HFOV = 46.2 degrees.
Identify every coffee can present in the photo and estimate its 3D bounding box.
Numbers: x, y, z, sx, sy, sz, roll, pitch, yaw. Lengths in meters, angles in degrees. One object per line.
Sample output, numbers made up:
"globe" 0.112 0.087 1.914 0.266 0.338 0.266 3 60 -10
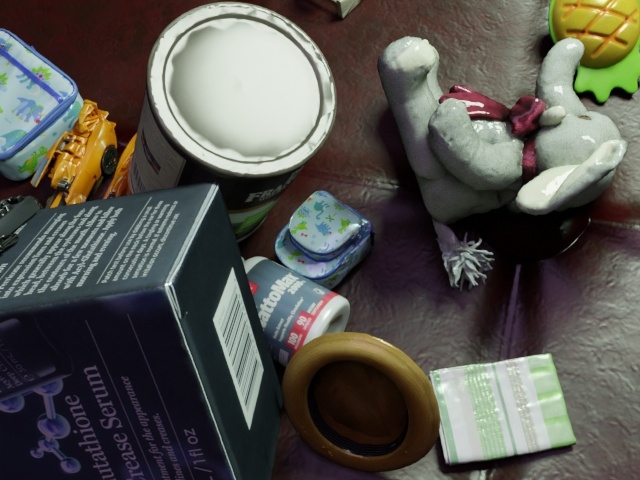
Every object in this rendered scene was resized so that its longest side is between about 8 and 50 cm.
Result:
"coffee can" -0.119 -0.122 0.901 0.201 0.275 0.202 5 72 -17

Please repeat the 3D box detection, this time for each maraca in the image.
"maraca" 0.389 -0.287 1.047 0.127 0.099 0.186 -16 89 11

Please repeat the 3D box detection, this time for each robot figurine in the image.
"robot figurine" -0.323 -0.046 1.030 0.210 0.085 0.291 14 68 15

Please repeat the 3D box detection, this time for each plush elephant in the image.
"plush elephant" 0.238 -0.123 0.902 0.255 0.272 0.330 -16 92 14

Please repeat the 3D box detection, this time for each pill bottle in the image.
"pill bottle" -0.065 0.082 0.924 0.180 0.108 0.108 26 71 18

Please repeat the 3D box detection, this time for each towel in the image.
"towel" 0.211 0.199 0.884 0.151 0.023 0.113 -9 66 1

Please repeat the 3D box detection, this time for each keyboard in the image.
"keyboard" -0.340 0.006 0.709 0.108 0.023 0.180 -2 31 20

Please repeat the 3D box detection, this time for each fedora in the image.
"fedora" 0.050 0.172 0.855 0.194 0.195 0.079 10 30 12

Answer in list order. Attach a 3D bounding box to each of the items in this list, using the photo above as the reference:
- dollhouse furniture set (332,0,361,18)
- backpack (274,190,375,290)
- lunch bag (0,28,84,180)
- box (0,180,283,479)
"dollhouse furniture set" 0.002 -0.468 1.160 0.183 0.129 0.129 38 75 22
"backpack" 0.000 0.000 0.967 0.105 0.084 0.114 36 77 23
"lunch bag" -0.468 -0.210 1.126 0.219 0.090 0.176 39 73 21
"box" -0.269 0.138 0.770 0.395 0.294 0.212 -9 28 10
